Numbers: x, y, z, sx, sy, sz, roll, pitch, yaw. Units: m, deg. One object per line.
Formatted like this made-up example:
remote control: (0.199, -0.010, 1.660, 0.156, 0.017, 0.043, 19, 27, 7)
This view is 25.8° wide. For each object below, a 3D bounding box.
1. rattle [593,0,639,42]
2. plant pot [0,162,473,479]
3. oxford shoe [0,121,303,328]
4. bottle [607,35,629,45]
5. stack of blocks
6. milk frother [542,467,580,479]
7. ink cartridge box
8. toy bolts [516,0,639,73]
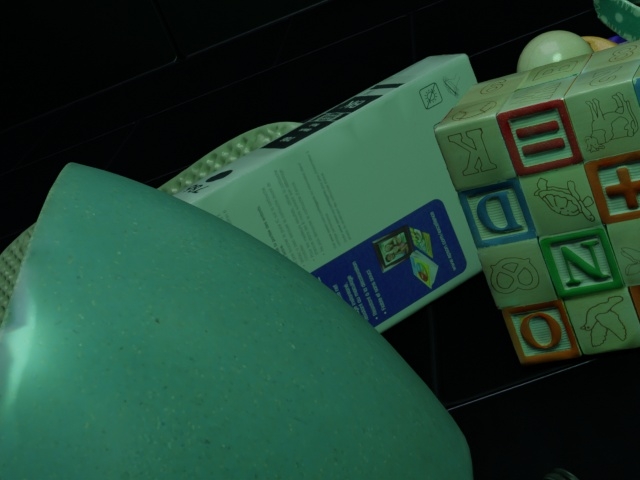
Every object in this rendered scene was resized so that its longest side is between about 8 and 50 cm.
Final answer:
rattle: (0.261, -0.097, 0.940, 0.130, 0.199, 0.143, -16, 18, 24)
plant pot: (-0.046, 0.130, 0.608, 0.195, 0.290, 0.290, 13, 17, -5)
oxford shoe: (-0.139, 0.028, 1.247, 0.449, 0.169, 0.130, -22, -29, 30)
bottle: (0.362, -0.153, 1.170, 0.283, 0.092, 0.118, -14, 23, 28)
stack of blocks: (0.240, -0.038, 0.841, 0.297, 0.171, 0.087, -13, 19, 29)
milk frother: (0.171, 0.114, 0.507, 0.135, 0.143, 0.129, -35, 13, -29)
ink cartridge box: (0.000, 0.000, 1.054, 0.333, 0.165, 0.065, -30, 18, -24)
toy bolts: (0.264, -0.165, 1.062, 0.218, 0.158, 0.228, -3, 63, 34)
